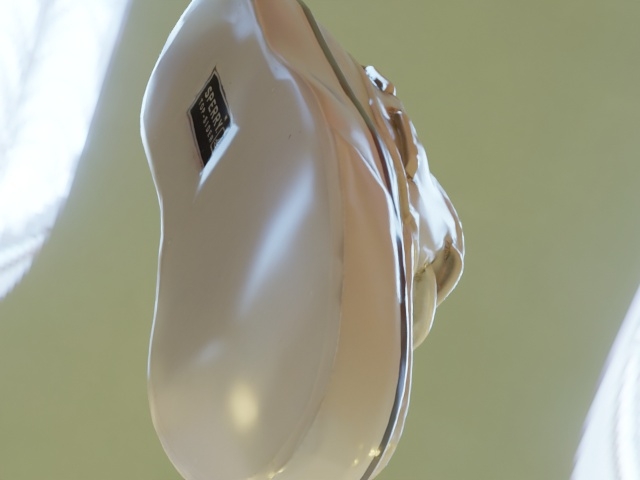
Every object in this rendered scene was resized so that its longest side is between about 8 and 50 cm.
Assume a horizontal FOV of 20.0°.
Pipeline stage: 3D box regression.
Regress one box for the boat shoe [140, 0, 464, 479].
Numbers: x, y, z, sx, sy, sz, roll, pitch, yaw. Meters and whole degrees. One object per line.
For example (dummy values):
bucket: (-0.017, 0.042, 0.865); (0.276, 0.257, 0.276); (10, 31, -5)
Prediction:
boat shoe: (0.000, 0.000, 0.568); (0.088, 0.096, 0.267); (28, -162, -22)
